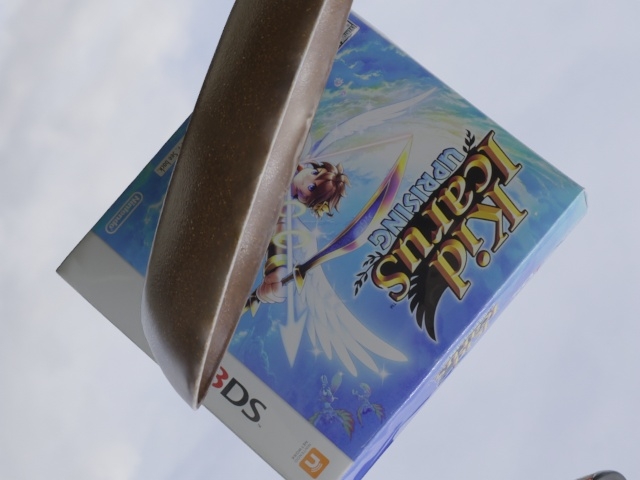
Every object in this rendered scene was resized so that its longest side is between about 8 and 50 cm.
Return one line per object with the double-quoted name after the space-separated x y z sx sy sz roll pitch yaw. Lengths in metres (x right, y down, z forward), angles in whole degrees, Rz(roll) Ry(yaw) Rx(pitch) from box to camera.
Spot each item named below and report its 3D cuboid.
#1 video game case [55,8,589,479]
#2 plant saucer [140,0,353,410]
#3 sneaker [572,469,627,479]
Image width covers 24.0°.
0.000 0.000 1.009 0.269 0.244 0.061 -50 164 -3 "video game case"
-0.036 -0.059 0.833 0.310 0.050 0.311 -161 -90 -90 "plant saucer"
0.240 0.354 1.831 0.270 0.090 0.145 -36 -158 -20 "sneaker"
